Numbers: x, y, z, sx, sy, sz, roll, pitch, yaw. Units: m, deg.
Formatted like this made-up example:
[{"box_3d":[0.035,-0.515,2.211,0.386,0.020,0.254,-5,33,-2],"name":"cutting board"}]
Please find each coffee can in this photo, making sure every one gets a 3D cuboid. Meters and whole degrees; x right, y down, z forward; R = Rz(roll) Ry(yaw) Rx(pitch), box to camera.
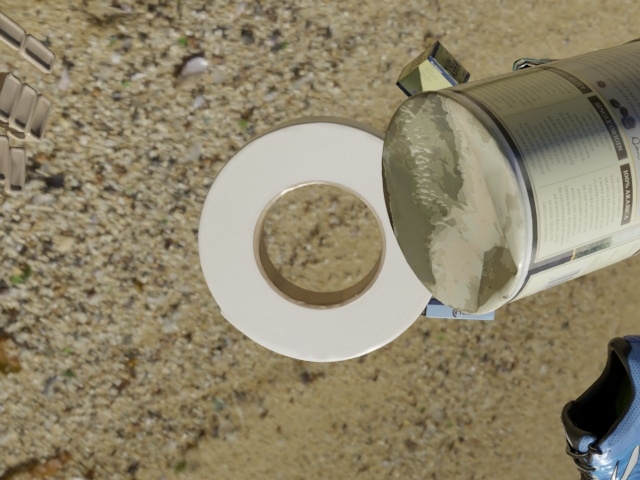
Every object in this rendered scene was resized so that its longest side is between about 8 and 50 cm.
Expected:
[{"box_3d":[0.224,-0.066,0.920,0.275,0.201,0.202,-17,116,-27],"name":"coffee can"}]

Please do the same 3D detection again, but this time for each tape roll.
[{"box_3d":[0.000,0.000,1.569,0.072,0.391,0.392,-74,169,-74],"name":"tape roll"}]

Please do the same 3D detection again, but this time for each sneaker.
[{"box_3d":[0.341,0.256,1.201,0.147,0.130,0.330,12,102,-16],"name":"sneaker"}]

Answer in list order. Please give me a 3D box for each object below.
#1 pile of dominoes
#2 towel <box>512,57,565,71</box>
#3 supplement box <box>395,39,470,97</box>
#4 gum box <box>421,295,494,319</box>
[{"box_3d":[-0.418,-0.185,1.176,0.251,0.040,0.196,39,58,-58],"name":"pile of dominoes"},{"box_3d":[0.578,-0.384,2.185,0.370,0.271,0.040,-32,124,-68],"name":"towel"},{"box_3d":[0.185,-0.264,1.635,0.083,0.083,0.056,43,41,-15],"name":"supplement box"},{"box_3d":[0.241,0.131,2.037,0.156,0.184,0.041,5,90,-23],"name":"gum box"}]
